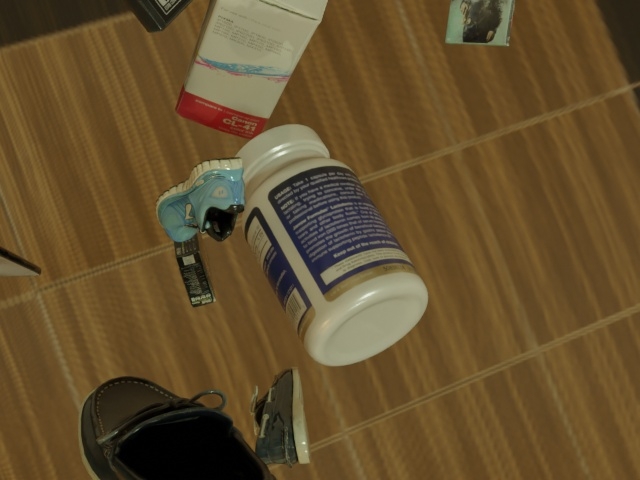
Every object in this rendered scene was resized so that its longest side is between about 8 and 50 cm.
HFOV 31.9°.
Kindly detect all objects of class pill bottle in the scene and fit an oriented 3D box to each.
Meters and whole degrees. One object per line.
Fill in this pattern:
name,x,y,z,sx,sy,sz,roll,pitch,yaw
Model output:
pill bottle,0.000,0.000,1.298,0.153,0.153,0.264,-18,58,-19

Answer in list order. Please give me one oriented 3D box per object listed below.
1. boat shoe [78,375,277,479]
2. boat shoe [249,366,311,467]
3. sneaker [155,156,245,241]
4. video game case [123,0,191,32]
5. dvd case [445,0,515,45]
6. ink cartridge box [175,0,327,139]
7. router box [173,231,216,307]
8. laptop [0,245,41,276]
boat shoe,-0.175,0.264,1.371,0.187,0.500,0.156,-12,112,-23
boat shoe,-0.060,0.250,1.586,0.079,0.254,0.095,-8,109,-2
sneaker,-0.127,-0.028,1.195,0.063,0.162,0.073,-7,73,-30
video game case,-0.153,-0.389,1.104,0.275,0.035,0.248,-52,122,-24
dvd case,0.202,-0.303,1.395,0.013,0.087,0.119,8,92,-56
ink cartridge box,-0.076,-0.303,1.442,0.131,0.306,0.226,20,63,-11
router box,-0.188,0.027,1.652,0.038,0.122,0.092,-16,122,-2
laptop,-0.551,0.115,1.216,0.382,0.408,0.236,-1,80,3
